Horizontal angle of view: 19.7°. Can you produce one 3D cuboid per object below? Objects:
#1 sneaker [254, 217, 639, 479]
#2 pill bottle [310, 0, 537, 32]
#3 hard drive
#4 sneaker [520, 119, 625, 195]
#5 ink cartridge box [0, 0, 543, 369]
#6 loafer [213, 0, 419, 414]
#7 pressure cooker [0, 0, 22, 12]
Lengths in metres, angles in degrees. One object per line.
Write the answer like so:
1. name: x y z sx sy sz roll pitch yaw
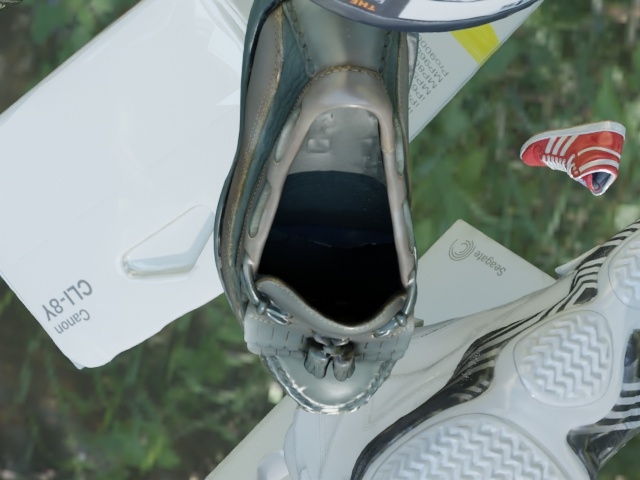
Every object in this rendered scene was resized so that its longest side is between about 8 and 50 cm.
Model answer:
1. sneaker: 0.127 0.067 1.085 0.210 0.366 0.137 9 131 60
2. pill bottle: 0.037 -0.132 0.486 0.130 0.130 0.246 15 169 -8
3. hard drive: 0.061 0.155 1.515 0.047 0.353 0.233 49 173 -35
4. sneaker: 0.243 -0.074 1.804 0.118 0.067 0.042 -14 147 41
5. ink cartridge box: -0.022 -0.121 1.169 0.279 0.384 0.160 -32 100 40
6. loafer: 0.000 0.000 0.811 0.096 0.084 0.267 -2 137 -2
7. pressure cooker: -0.365 -0.375 1.596 0.420 0.375 0.370 -4 118 41
